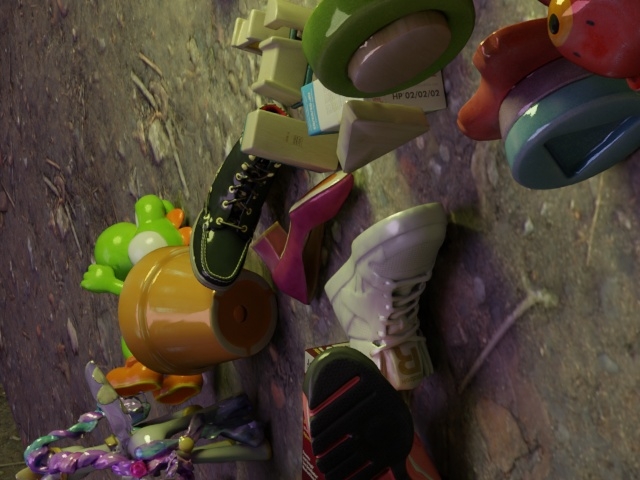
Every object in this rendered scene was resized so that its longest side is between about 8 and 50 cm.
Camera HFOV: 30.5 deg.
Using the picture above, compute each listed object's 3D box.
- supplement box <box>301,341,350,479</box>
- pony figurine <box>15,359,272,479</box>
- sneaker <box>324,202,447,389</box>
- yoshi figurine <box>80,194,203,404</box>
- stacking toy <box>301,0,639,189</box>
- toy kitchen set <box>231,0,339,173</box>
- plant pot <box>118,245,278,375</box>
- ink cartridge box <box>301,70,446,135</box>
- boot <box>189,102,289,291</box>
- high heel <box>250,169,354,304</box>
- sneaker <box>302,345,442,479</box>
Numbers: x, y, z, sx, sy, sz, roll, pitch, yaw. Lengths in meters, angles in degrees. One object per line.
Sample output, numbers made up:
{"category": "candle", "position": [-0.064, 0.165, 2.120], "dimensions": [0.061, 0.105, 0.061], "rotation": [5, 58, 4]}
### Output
{"category": "supplement box", "position": [0.034, 0.268, 1.532], "dimensions": [0.130, 0.073, 0.239], "rotation": [31, 124, 58]}
{"category": "pony figurine", "position": [-0.273, 0.333, 1.849], "dimensions": [0.351, 0.364, 0.302], "rotation": [-24, 75, 64]}
{"category": "sneaker", "position": [0.095, 0.078, 1.325], "dimensions": [0.292, 0.108, 0.169], "rotation": [119, 135, -65]}
{"category": "yoshi figurine", "position": [-0.314, 0.104, 2.063], "dimensions": [0.203, 0.203, 0.362], "rotation": [102, 164, -66]}
{"category": "stacking toy", "position": [0.144, -0.112, 0.906], "dimensions": [0.309, 0.280, 0.130], "rotation": [76, 174, -64]}
{"category": "toy kitchen set", "position": [-0.049, -0.197, 1.556], "dimensions": [0.166, 0.122, 0.207], "rotation": [-6, 72, 65]}
{"category": "plant pot", "position": [-0.172, 0.108, 1.793], "dimensions": [0.188, 0.205, 0.205], "rotation": [-2, 96, 48]}
{"category": "ink cartridge box", "position": [0.065, -0.162, 1.299], "dimensions": [0.181, 0.104, 0.061], "rotation": [-11, 88, 65]}
{"category": "boot", "position": [-0.111, -0.063, 1.646], "dimensions": [0.178, 0.085, 0.236], "rotation": [127, 158, -52]}
{"category": "high heel", "position": [0.000, 0.000, 1.549], "dimensions": [0.117, 0.082, 0.244], "rotation": [49, 136, -1]}
{"category": "sneaker", "position": [0.056, 0.237, 1.332], "dimensions": [0.313, 0.116, 0.136], "rotation": [61, 176, -26]}
